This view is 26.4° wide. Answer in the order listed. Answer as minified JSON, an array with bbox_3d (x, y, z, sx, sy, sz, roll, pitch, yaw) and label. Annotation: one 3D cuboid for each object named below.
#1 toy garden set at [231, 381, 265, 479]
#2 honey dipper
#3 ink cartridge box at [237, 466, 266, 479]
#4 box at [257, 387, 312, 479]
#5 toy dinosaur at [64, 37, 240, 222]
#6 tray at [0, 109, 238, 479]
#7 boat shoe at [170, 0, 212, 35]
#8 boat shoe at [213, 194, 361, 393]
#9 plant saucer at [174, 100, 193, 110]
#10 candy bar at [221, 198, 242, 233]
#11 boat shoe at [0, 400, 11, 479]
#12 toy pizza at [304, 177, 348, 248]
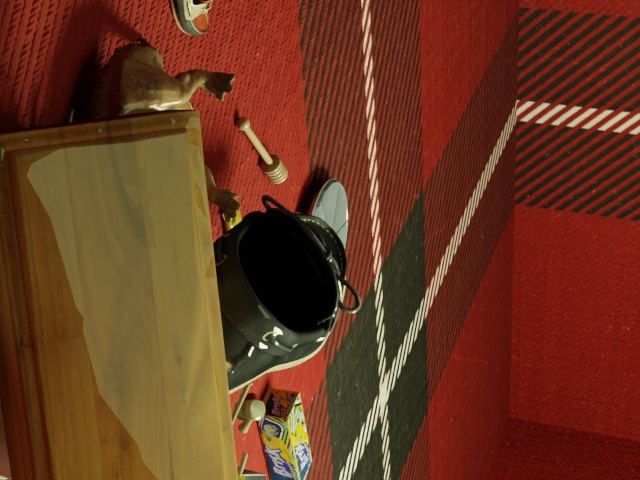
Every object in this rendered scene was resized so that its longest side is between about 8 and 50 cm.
[{"bbox_3d":[-0.152,0.223,1.675,0.204,0.049,0.244,29,65,-37],"label":"toy garden set"},{"bbox_3d":[-0.081,-0.125,1.862,0.160,0.030,0.030,57,45,-62],"label":"honey dipper"},{"bbox_3d":[-0.145,0.392,1.853,0.333,0.065,0.165,26,73,-72],"label":"ink cartridge box"},{"bbox_3d":[-0.055,0.305,2.099,0.169,0.054,0.059,81,25,-42],"label":"box"},{"bbox_3d":[-0.198,-0.113,1.390,0.200,0.127,0.295,18,60,-37],"label":"toy dinosaur"},{"bbox_3d":[-0.192,0.095,1.260,0.203,0.076,0.411,-11,99,-32],"label":"tray"},{"bbox_3d":[-0.147,-0.282,1.566,0.137,0.043,0.049,71,30,-57],"label":"boat shoe"},{"bbox_3d":[-0.048,0.049,1.574,0.187,0.156,0.500,55,20,2],"label":"boat shoe"},{"bbox_3d":[-0.172,-0.127,1.605,0.083,0.015,0.083,8,90,-72],"label":"plant saucer"},{"bbox_3d":[-0.114,0.019,1.846,0.040,0.018,0.161,-55,149,-47],"label":"candy bar"},{"bbox_3d":[-0.244,0.122,1.365,0.098,0.096,0.277,74,30,-53],"label":"boat shoe"},{"bbox_3d":[0.000,0.000,2.163,0.201,0.032,0.201,8,90,-73],"label":"toy pizza"}]
